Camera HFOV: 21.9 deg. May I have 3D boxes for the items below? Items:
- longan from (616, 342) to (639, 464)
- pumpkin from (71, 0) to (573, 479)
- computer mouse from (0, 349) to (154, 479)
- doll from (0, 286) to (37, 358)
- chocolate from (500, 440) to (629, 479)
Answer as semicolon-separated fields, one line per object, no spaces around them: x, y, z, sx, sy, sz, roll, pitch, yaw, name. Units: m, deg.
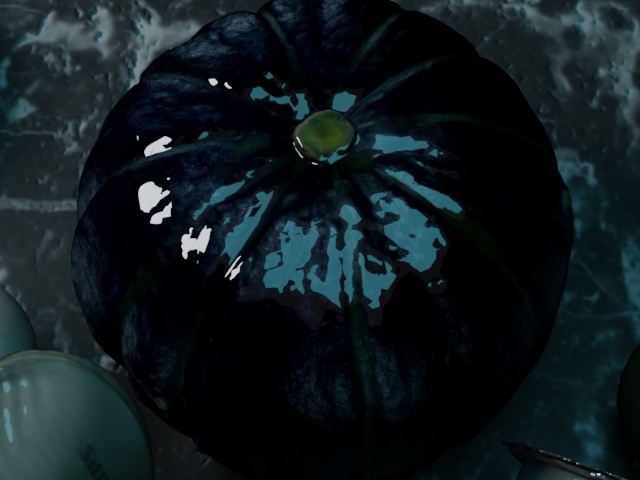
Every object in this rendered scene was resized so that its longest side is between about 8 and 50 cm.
0.314;0.119;1.219;0.187;0.167;0.167;-10;59;14;longan
0.000;0.000;1.197;0.363;0.266;0.363;1;63;-1;pumpkin
-0.244;0.210;1.094;0.331;0.197;0.095;-39;30;-27;computer mouse
-0.309;0.066;1.168;0.221;0.221;0.251;-14;106;-13;doll
0.204;0.238;1.142;0.221;0.221;0.147;17;82;5;chocolate
